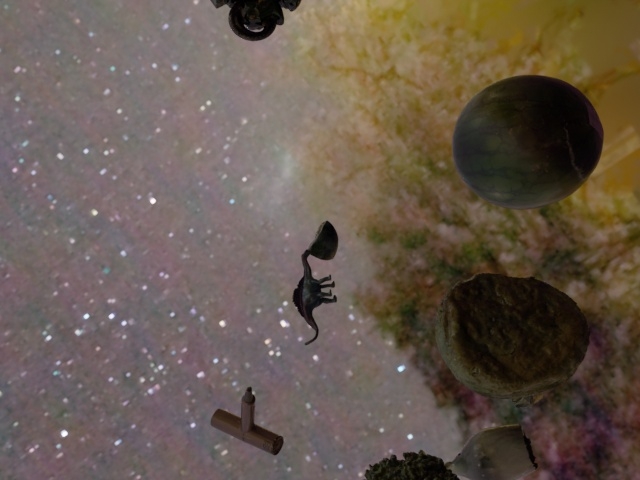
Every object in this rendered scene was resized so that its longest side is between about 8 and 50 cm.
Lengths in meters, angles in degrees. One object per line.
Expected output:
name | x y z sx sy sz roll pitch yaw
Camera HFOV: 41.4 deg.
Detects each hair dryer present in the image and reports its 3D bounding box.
hair dryer | -0.198 0.419 2.069 0.054 0.195 0.220 -52 -34 -35

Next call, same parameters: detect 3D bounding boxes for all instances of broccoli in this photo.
broccoli | 0.199 0.543 1.568 0.247 0.246 0.288 5 -136 -25

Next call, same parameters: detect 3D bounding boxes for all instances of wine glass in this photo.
wine glass | 0.337 0.477 1.826 0.126 0.241 0.127 -19 -90 -76

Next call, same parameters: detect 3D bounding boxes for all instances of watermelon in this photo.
watermelon | 0.497 -0.237 2.058 0.363 0.363 0.363 44 -157 -25
watermelon | 0.000 0.000 1.755 0.085 0.061 0.085 0 -91 -47

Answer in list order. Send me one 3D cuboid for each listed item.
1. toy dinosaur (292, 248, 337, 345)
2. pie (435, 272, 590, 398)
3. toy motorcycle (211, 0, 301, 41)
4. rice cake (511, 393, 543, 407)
toy dinosaur | -0.013 0.104 1.609 0.045 0.080 0.198 61 -156 -60
pie | 0.340 0.162 1.506 0.079 0.276 0.277 76 180 -46
toy motorcycle | -0.122 -0.461 1.381 0.275 0.187 0.125 54 165 9
rice cake | 0.467 0.346 1.897 0.245 0.045 0.042 15 -112 -68
